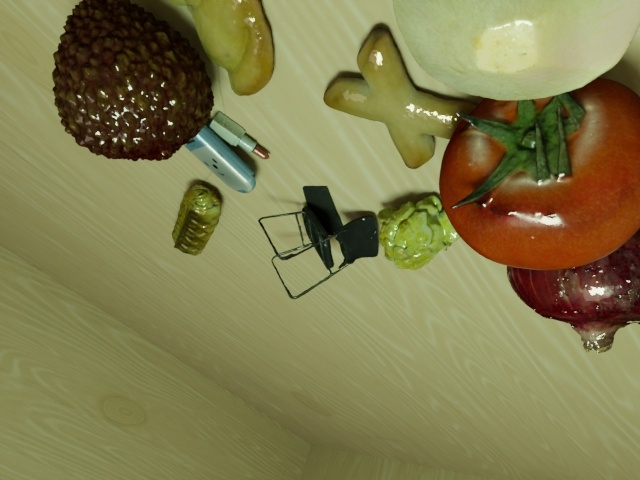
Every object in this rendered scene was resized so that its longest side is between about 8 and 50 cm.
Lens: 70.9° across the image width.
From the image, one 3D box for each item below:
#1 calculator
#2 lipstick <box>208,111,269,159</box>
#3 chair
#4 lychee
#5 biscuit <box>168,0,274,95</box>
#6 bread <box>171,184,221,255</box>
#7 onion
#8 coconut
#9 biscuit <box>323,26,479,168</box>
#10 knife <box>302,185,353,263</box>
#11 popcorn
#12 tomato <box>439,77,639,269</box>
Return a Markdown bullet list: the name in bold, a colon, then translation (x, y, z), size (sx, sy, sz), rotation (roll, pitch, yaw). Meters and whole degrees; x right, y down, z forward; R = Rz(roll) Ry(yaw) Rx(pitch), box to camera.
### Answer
- **calculator**: translation (-0.217, -0.175, 0.921), size (0.210, 0.039, 0.121), rotation (44, 161, -27)
- **lipstick**: translation (-0.155, -0.198, 0.884), size (0.129, 0.030, 0.030), rotation (35, 145, -14)
- **chair**: translation (0.000, 0.000, 0.980), size (0.221, 0.145, 0.140), rotation (-23, 137, -11)
- **lychee**: translation (-0.304, -0.259, 0.722), size (0.271, 0.272, 0.271), rotation (16, 146, 11)
- **biscuit**: translation (-0.163, -0.353, 0.664), size (0.154, 0.045, 0.299), rotation (-10, 134, 40)
- **bread**: translation (-0.315, -0.051, 1.139), size (0.087, 0.098, 0.269), rotation (-9, 159, -30)
- **onion**: translation (0.427, 0.064, 0.708), size (0.251, 0.219, 0.252), rotation (0, -177, 0)
- **coconut**: translation (0.191, -0.238, 0.440), size (0.236, 0.237, 0.197), rotation (6, 144, 25)
- **biscuit**: translation (0.120, -0.204, 0.693), size (0.207, 0.047, 0.164), rotation (33, 147, -14)
- **knife**: translation (0.022, -0.031, 1.024), size (0.072, 0.019, 0.245), rotation (5, 139, 30)
- **popcorn**: translation (0.179, -0.008, 0.852), size (0.162, 0.136, 0.142), rotation (14, 138, 19)
- **tomato**: translation (0.285, -0.085, 0.581), size (0.255, 0.256, 0.224), rotation (-1, 154, 32)
